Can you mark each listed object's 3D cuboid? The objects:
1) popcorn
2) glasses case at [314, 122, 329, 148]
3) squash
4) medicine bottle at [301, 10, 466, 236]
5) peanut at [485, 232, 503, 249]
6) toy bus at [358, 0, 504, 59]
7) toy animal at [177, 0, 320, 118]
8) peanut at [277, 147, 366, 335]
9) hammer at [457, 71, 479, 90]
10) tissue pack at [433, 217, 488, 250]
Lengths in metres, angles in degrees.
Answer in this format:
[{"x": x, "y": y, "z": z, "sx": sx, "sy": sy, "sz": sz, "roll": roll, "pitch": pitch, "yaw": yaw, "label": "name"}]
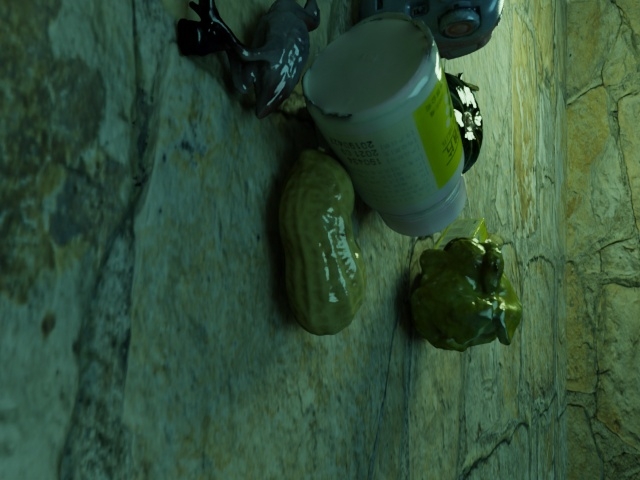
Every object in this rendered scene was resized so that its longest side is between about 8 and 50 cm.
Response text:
[{"x": 0.326, "y": 0.129, "z": 1.127, "sx": 0.277, "sy": 0.226, "sz": 0.276, "roll": 10, "pitch": 76, "yaw": -41, "label": "popcorn"}, {"x": 0.006, "y": -0.210, "z": 0.879, "sx": 0.021, "sy": 0.032, "sz": 0.083, "roll": -19, "pitch": 102, "yaw": -50, "label": "glasses case"}, {"x": 0.276, "y": -0.261, "z": 1.129, "sx": 0.252, "sy": 0.165, "sz": 0.252, "roll": 4, "pitch": 85, "yaw": -49, "label": "squash"}, {"x": 0.134, "y": -0.173, "z": 0.850, "sx": 0.378, "sy": 0.214, "sz": 0.213, "roll": 50, "pitch": 50, "yaw": -53, "label": "medicine bottle"}, {"x": 0.524, "y": 0.020, "z": 1.509, "sx": 0.175, "sy": 0.080, "sz": 0.080, "roll": -14, "pitch": 99, "yaw": -52, "label": "peanut"}, {"x": 0.235, "y": -0.469, "z": 0.994, "sx": 0.232, "sy": 0.294, "sz": 0.197, "roll": 13, "pitch": 74, "yaw": -62, "label": "toy bus"}, {"x": -0.065, "y": -0.312, "z": 0.744, "sx": 0.324, "sy": 0.091, "sz": 0.195, "roll": -41, "pitch": 120, "yaw": -43, "label": "toy animal"}, {"x": 0.000, "y": 0.000, "z": 0.787, "sx": 0.147, "sy": 0.147, "sz": 0.305, "roll": -10, "pitch": 91, "yaw": -52, "label": "peanut"}, {"x": 0.464, "y": -0.487, "z": 1.510, "sx": 0.182, "sy": 0.017, "sz": 0.062, "roll": -16, "pitch": 101, "yaw": -54, "label": "hammer"}, {"x": 0.380, "y": 0.010, "z": 1.305, "sx": 0.176, "sy": 0.095, "sz": 0.062, "roll": -46, "pitch": 122, "yaw": -44, "label": "tissue pack"}]
